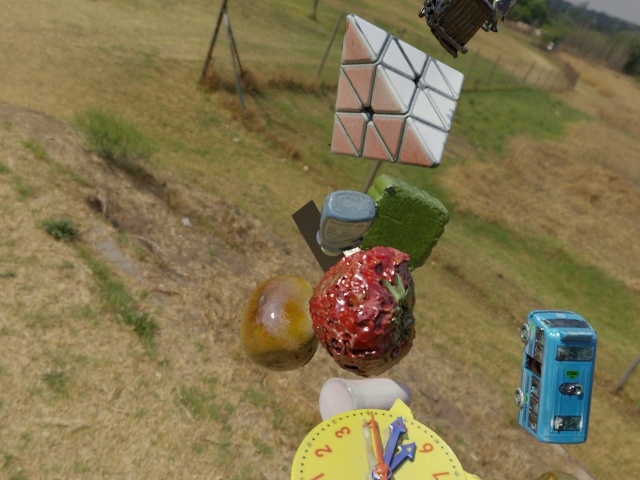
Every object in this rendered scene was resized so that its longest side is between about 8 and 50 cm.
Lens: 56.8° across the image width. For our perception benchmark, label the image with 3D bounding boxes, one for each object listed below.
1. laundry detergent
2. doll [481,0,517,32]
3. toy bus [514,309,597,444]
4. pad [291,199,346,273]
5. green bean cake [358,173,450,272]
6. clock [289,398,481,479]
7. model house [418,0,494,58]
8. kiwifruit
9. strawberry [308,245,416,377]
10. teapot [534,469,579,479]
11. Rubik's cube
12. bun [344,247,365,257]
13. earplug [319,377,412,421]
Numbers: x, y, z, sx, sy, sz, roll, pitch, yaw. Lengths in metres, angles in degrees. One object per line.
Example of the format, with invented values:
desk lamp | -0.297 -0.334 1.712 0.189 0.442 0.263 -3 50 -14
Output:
laundry detergent | 0.060 -0.036 1.668 0.144 0.290 0.094 2 67 -9
doll | 0.578 -0.752 1.864 0.096 0.195 0.070 -9 52 -34
toy bus | 0.468 0.268 1.171 0.114 0.246 0.134 3 7 -4
pad | 0.000 0.000 1.866 0.004 0.164 0.243 -30 90 -31
green bean cake | 0.246 -0.055 1.868 0.250 0.246 0.156 23 16 -14
clock | 0.096 0.372 0.921 0.294 0.071 0.277 -24 43 -35
model house | 0.192 -0.413 0.955 0.203 0.164 0.141 41 -11 -31
kiwifruit | -0.088 0.186 1.377 0.196 0.196 0.234 20 43 -6
strawberry | 0.081 0.142 1.194 0.221 0.274 0.274 2 16 28
teapot | 0.656 0.747 1.586 0.167 0.203 0.311 33 23 3
Rubik's cube | 0.138 -0.262 1.127 0.234 0.228 0.229 16 4 8
bun | 0.156 0.070 2.007 0.183 0.102 0.183 9 74 -34
earplug | 0.166 0.501 1.839 0.301 0.172 0.172 4 32 -37
